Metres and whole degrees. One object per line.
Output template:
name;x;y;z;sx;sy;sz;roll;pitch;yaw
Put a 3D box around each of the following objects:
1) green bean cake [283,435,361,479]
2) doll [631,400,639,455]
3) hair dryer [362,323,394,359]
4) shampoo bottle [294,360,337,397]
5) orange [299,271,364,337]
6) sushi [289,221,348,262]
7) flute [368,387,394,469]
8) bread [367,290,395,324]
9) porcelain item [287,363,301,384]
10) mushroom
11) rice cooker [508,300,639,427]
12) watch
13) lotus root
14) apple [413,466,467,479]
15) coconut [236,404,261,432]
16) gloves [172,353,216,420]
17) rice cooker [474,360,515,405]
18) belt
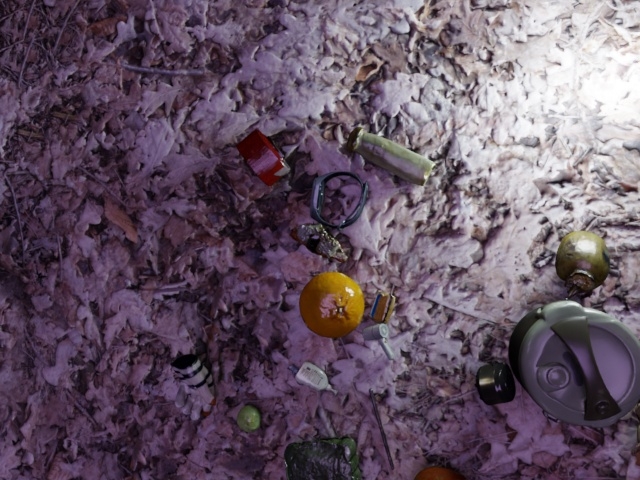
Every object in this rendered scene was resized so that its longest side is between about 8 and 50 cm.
green bean cake;0.010;0.776;1.637;0.241;0.132;0.254;-13;78;16
doll;0.963;0.528;1.376;0.196;0.256;0.152;-22;107;35
hair dryer;0.203;0.343;1.670;0.082;0.047;0.137;-23;101;43
shampoo bottle;-0.007;0.477;1.704;0.152;0.045;0.077;29;70;4
orange;0.038;0.212;1.653;0.220;0.193;0.219;0;73;0
sushi;0.000;-0.002;1.722;0.226;0.103;0.097;32;76;11
flute;0.203;0.624;1.666;0.014;0.014;0.269;-18;82;11
bread;0.209;0.228;1.679;0.072;0.053;0.105;18;87;37
porcelain item;-0.080;0.466;1.735;0.036;0.028;0.083;-42;79;4
mushroom;0.232;-0.287;1.705;0.312;0.081;0.099;28;95;9
rice cooker;0.712;0.333;1.414;0.336;0.325;0.334;-1;85;13
watch;0.063;-0.137;1.735;0.193;0.068;0.206;6;85;14
lotus root;0.766;0.070;1.467;0.154;0.278;0.153;16;126;23
apple;0.374;0.791;1.535;0.169;0.181;0.180;1;85;35
coconut;-0.246;0.616;1.735;0.088;0.096;0.087;-2;94;-27
gloves;-0.440;0.519;1.777;0.140;0.131;0.218;-16;113;9
rice cooker;0.534;0.436;1.532;0.107;0.165;0.112;-20;88;21
belt;-0.195;-0.297;1.774;0.124;0.128;0.200;-39;77;8
